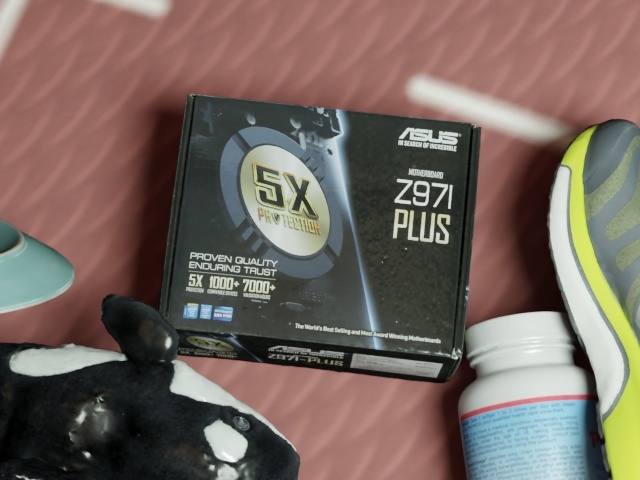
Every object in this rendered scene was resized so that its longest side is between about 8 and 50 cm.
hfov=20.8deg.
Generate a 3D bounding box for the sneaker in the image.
[{"bbox_3d":[0.215,0.054,0.997,0.121,0.111,0.300,-22,59,19],"label":"sneaker"}]

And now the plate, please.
[{"bbox_3d":[-0.234,0.006,0.997,0.188,0.188,0.024,6,106,0],"label":"plate"}]

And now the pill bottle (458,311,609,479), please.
[{"bbox_3d":[0.128,0.127,1.020,0.087,0.087,0.160,-6,75,-4],"label":"pill bottle"}]

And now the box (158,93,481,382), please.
[{"bbox_3d":[0.000,0.000,1.056,0.180,0.077,0.147,7,73,0],"label":"box"}]

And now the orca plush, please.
[{"bbox_3d":[-0.159,0.098,0.979,0.287,0.102,0.151,32,110,6],"label":"orca plush"}]
